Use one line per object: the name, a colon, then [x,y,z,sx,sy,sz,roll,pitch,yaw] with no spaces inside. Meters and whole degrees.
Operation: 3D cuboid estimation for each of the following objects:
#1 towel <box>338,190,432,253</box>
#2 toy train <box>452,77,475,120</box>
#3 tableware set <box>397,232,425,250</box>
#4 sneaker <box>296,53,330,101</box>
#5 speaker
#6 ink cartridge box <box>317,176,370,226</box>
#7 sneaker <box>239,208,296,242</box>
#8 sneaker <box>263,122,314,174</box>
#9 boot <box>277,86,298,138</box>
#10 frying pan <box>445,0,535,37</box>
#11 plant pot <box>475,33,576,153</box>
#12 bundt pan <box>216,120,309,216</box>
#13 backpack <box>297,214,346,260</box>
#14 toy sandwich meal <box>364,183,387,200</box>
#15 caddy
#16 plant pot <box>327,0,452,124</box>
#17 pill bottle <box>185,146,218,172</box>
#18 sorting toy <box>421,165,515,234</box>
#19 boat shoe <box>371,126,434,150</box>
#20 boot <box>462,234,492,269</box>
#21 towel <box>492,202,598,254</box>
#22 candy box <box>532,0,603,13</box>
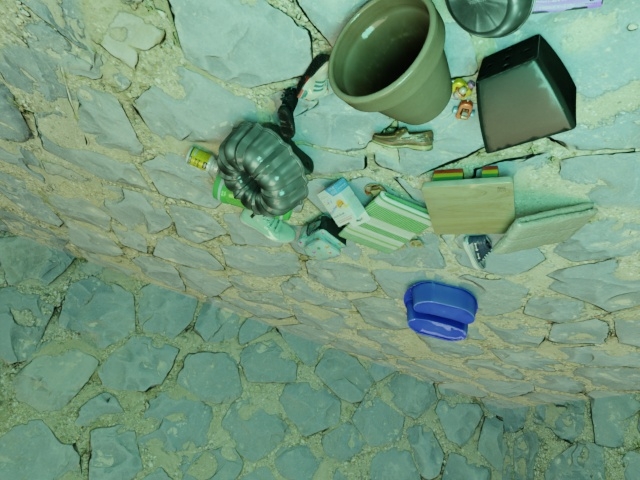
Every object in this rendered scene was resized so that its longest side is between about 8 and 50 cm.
towel: [0.246,-0.056,1.591,0.247,0.038,0.325,19,149,-16]
toy train: [0.326,-0.358,1.093,0.166,0.046,0.125,15,150,1]
tableware set: [0.333,-0.003,1.703,0.168,0.020,0.141,-10,141,38]
sneaker: [-0.001,-0.429,1.137,0.075,0.057,0.161,12,153,-28]
speaker: [-0.245,-0.170,1.601,0.296,0.131,0.131,17,150,-1]
ink cartridge box: [0.084,-0.119,1.515,0.104,0.061,0.181,-25,104,50]
sneaker: [-0.198,-0.079,1.760,0.256,0.094,0.151,24,146,-16]
sneaker: [-0.135,-0.282,1.399,0.130,0.087,0.227,-15,143,32]
boot: [-0.088,-0.368,1.221,0.045,0.099,0.121,7,150,14]
frying pan: [0.300,-0.511,0.771,0.197,0.053,0.326,35,164,31]
plant pot: [0.446,-0.335,0.954,0.187,0.188,0.167,-12,128,40]
bundt pan: [-0.203,-0.206,1.366,0.331,0.124,0.331,29,147,21]
backpack: [0.000,0.000,1.749,0.166,0.144,0.188,32,149,-33]
toy sandwich meal: [0.192,-0.167,1.489,0.085,0.029,0.085,12,150,7]
caddy: [0.556,0.315,1.975,0.341,0.179,0.241,13,126,5]
plant pot: [0.183,-0.378,0.967,0.263,0.263,0.229,-9,159,37]
pill bottle: [-0.424,-0.290,1.548,0.116,0.065,0.065,22,149,-11]
sorting toy: [0.479,-0.127,1.359,0.257,0.089,0.255,-1,146,26]
boat shoe: [0.238,-0.299,1.229,0.178,0.064,0.060,8,118,11]
boot: [0.611,0.050,1.606,0.086,0.069,0.190,-7,141,39]
towel: [0.702,-0.037,1.343,0.282,0.049,0.187,-11,150,-9]
candy box: [0.428,-0.517,0.755,0.164,0.070,0.196,4,148,21]
